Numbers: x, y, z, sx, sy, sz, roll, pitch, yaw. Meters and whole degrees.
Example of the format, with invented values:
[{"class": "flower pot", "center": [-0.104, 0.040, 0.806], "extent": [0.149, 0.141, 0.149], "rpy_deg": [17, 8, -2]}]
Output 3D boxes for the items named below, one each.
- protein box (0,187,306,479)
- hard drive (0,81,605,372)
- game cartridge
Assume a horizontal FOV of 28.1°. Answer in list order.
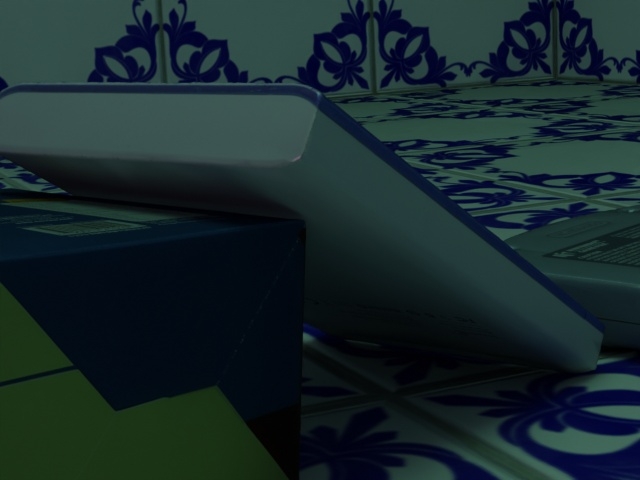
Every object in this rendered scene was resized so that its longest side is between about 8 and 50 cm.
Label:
[{"class": "protein box", "center": [-0.145, 0.054, 0.576], "extent": [0.201, 0.136, 0.199], "rpy_deg": [6, 8, 34]}, {"class": "hard drive", "center": [0.000, 0.000, 0.713], "extent": [0.210, 0.040, 0.318], "rpy_deg": [6, -17, 37]}, {"class": "game cartridge", "center": [0.247, 0.020, 0.937], "extent": [0.198, 0.062, 0.297], "rpy_deg": [2, 11, 43]}]
